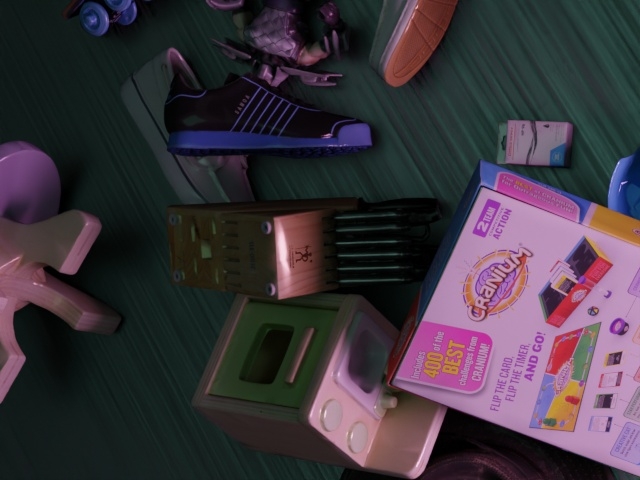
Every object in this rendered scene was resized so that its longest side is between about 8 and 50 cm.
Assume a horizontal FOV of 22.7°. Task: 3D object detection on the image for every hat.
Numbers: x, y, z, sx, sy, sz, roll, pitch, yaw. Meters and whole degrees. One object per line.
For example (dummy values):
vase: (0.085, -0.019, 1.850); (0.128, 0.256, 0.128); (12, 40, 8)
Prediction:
hat: (0.144, 0.310, 1.679); (0.331, 0.134, 0.331); (0, 89, 22)

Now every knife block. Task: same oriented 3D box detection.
knife block: (0.000, 0.000, 1.735); (0.276, 0.242, 0.088); (5, 100, 48)

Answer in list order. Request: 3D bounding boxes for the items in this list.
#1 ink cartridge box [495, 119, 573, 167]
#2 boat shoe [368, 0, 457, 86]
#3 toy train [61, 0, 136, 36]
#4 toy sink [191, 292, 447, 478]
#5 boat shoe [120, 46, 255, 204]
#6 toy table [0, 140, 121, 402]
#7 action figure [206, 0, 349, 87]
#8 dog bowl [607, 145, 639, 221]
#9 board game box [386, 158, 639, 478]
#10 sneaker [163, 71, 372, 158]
ink cartridge box: (0.226, -0.104, 1.710); (0.083, 0.028, 0.048); (4, 90, 23)
boat shoe: (0.104, -0.305, 1.735); (0.096, 0.098, 0.277); (22, 88, 22)
toy train: (-0.241, -0.319, 1.862); (0.105, 0.080, 0.184); (53, 131, 3)
toy sink: (0.005, 0.145, 1.686); (0.234, 0.131, 0.152); (6, 64, 38)
boat shoe: (-0.128, -0.105, 1.828); (0.088, 0.096, 0.267); (-41, 66, 21)
toy table: (-0.364, 0.041, 1.852); (0.161, 0.252, 0.274); (39, 116, 35)
action figure: (-0.036, -0.289, 1.790); (0.185, 0.099, 0.285); (19, 100, 13)
dog bowl: (0.406, -0.099, 1.612); (0.166, 0.074, 0.297); (25, 97, 21)
board game box: (0.256, 0.087, 1.571); (0.317, 0.064, 0.242); (21, 114, -5)
sneaker: (-0.057, -0.140, 1.763); (0.232, 0.081, 0.090); (1, 84, -11)
